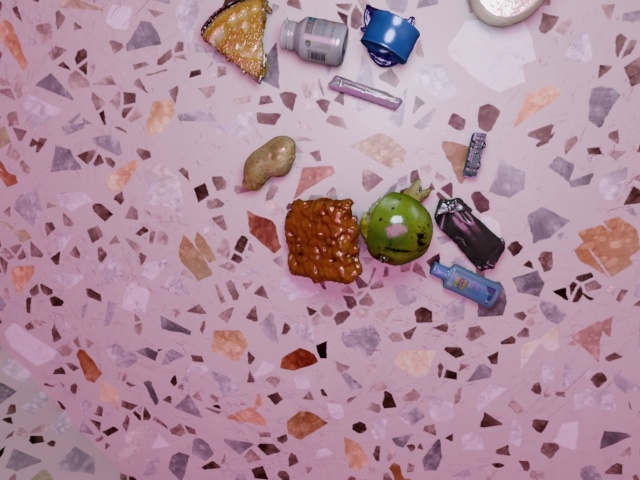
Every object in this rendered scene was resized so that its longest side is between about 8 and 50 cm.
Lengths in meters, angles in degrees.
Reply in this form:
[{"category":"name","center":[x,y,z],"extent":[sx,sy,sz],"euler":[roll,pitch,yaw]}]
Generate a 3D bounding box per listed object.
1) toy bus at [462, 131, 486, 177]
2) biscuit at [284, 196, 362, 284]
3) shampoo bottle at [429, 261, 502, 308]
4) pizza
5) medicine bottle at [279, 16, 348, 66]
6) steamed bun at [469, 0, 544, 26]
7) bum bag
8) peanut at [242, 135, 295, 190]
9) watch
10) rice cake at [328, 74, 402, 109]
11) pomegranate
[{"category":"toy bus","center":[0.533,-0.297,1.400],"extent":[0.051,0.061,0.153],"euler":[9,105,4]},{"category":"biscuit","center":[0.000,0.000,1.469],"extent":[0.318,0.111,0.312],"euler":[5,103,41]},{"category":"shampoo bottle","center":[0.532,0.156,1.500],"extent":[0.258,0.061,0.103],"euler":[25,105,2]},{"category":"pizza","center":[-0.249,-0.721,1.409],"extent":[0.288,0.074,0.251],"euler":[43,105,-4]},{"category":"medicine bottle","center":[-0.022,-0.674,1.355],"extent":[0.215,0.135,0.135],"euler":[14,104,4]},{"category":"steamed bun","center":[0.580,-0.785,1.242],"extent":[0.232,0.145,0.231],"euler":[7,113,17]},{"category":"bum bag","center":[0.540,-0.031,1.453],"extent":[0.142,0.079,0.326],"euler":[-41,98,21]},{"category":"peanut","center":[-0.191,-0.280,1.475],"extent":[0.253,0.122,0.137],"euler":[-29,105,15]},{"category":"watch","center":[0.216,-0.660,1.295],"extent":[0.196,0.200,0.171],"euler":[17,107,0]},{"category":"rice cake","center":[0.156,-0.517,1.407],"extent":[0.270,0.055,0.049],"euler":[19,109,1]},{"category":"pomegranate","center":[0.280,-0.064,1.401],"extent":[0.260,0.260,0.340],"euler":[35,77,-1]}]
